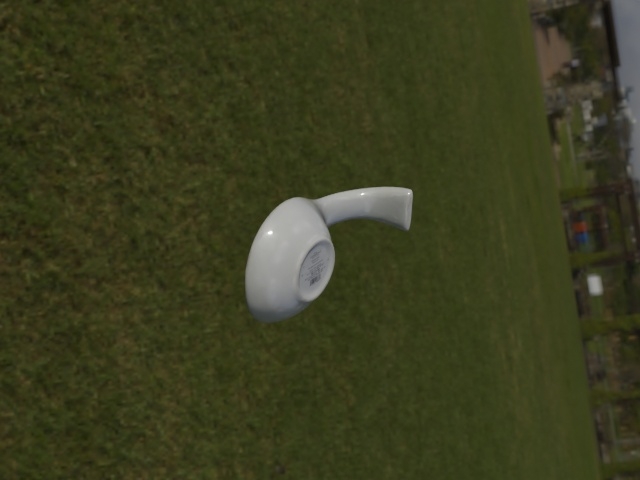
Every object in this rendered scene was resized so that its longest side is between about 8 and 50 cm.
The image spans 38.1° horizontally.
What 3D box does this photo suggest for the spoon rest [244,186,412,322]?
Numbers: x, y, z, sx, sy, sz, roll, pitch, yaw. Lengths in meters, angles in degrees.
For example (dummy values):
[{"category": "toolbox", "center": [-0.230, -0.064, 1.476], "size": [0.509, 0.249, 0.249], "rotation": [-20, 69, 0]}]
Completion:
[{"category": "spoon rest", "center": [0.000, 0.000, 1.047], "size": [0.276, 0.084, 0.137], "rotation": [-29, 129, -48]}]
